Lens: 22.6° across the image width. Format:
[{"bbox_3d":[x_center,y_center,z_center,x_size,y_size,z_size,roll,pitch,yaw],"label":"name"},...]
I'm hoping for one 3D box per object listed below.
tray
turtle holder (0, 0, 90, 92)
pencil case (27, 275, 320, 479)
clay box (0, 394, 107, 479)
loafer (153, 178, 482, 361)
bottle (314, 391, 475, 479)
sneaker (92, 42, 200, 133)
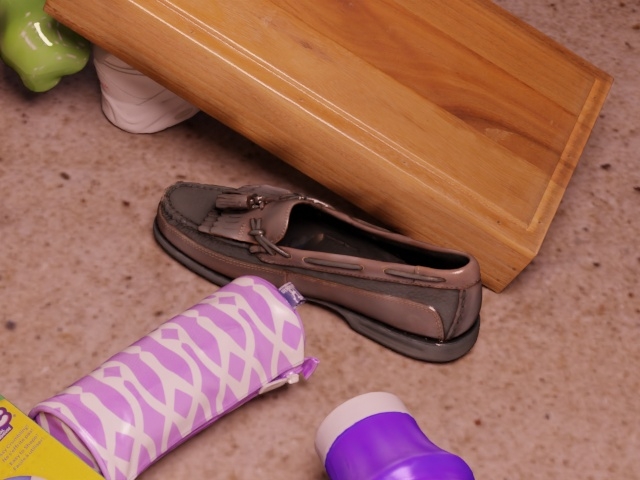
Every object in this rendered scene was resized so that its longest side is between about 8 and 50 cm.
[{"bbox_3d":[0.015,-0.153,1.253,0.411,0.076,0.203,32,55,-4],"label":"tray"},{"bbox_3d":[-0.362,-0.146,1.228,0.320,0.243,0.227,14,39,-57],"label":"turtle holder"},{"bbox_3d":[-0.097,0.102,1.071,0.206,0.086,0.088,-32,80,-35],"label":"pencil case"},{"bbox_3d":[-0.180,0.181,0.946,0.222,0.053,0.127,33,75,25],"label":"clay box"},{"bbox_3d":[0.000,0.000,1.197,0.268,0.084,0.096,22,43,15],"label":"loafer"},{"bbox_3d":[0.083,0.209,0.951,0.118,0.092,0.283,20,27,-41],"label":"bottle"},{"bbox_3d":[-0.081,-0.175,1.320,0.232,0.115,0.090,-28,58,-8],"label":"sneaker"}]
